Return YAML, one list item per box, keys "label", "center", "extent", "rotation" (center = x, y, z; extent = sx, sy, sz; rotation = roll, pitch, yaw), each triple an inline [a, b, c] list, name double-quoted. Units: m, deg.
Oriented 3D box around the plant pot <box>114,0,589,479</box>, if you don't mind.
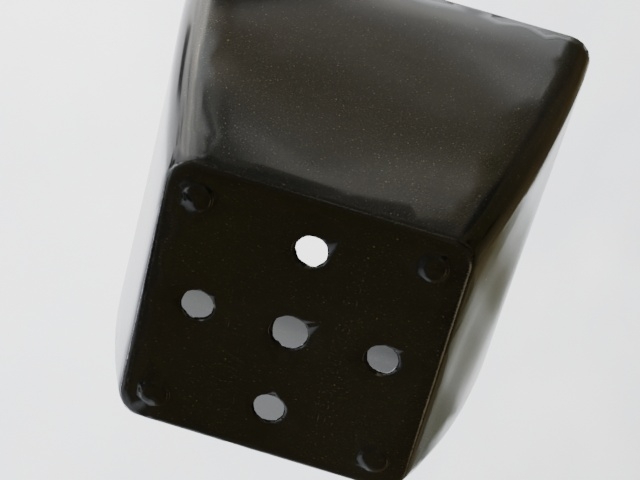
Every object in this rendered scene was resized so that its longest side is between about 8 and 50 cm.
- label: "plant pot"
  center: [0.000, 0.000, 0.770]
  extent: [0.167, 0.187, 0.188]
  rotation: [-70, -4, -59]
